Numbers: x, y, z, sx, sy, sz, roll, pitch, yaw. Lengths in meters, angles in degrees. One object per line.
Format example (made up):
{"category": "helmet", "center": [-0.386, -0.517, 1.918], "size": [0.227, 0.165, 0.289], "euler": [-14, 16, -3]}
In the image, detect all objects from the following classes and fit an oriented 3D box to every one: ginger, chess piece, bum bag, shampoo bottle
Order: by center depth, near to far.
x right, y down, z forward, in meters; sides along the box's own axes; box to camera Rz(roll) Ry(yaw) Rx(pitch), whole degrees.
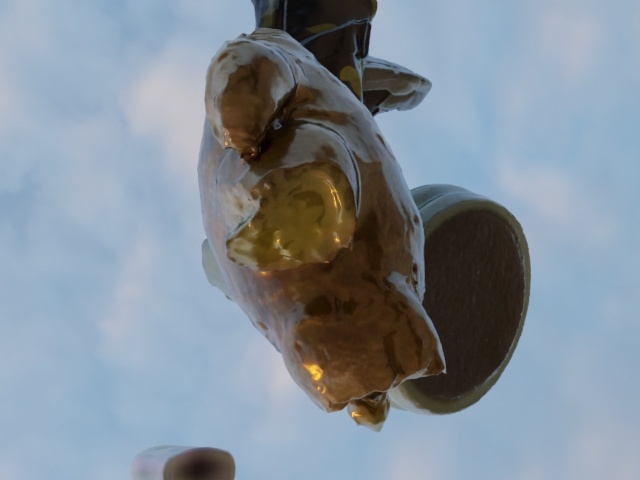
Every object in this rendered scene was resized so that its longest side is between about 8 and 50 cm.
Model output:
{"category": "ginger", "center": [0.000, 0.000, 0.475], "size": [0.102, 0.157, 0.216], "euler": [-22, -73, -4]}
{"category": "bum bag", "center": [-0.011, -0.123, 0.758], "size": [0.106, 0.060, 0.232], "euler": [4, -105, 1]}
{"category": "chess piece", "center": [0.022, 0.031, 0.895], "size": [0.194, 0.299, 0.194], "euler": [-11, -73, -41]}
{"category": "shampoo bottle", "center": [-0.130, 0.211, 0.898], "size": [0.072, 0.099, 0.043], "euler": [2, -99, -32]}

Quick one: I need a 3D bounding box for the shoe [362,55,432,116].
{"category": "shoe", "center": [0.020, -0.136, 1.041], "size": [0.227, 0.099, 0.125], "euler": [-3, -70, -33]}
